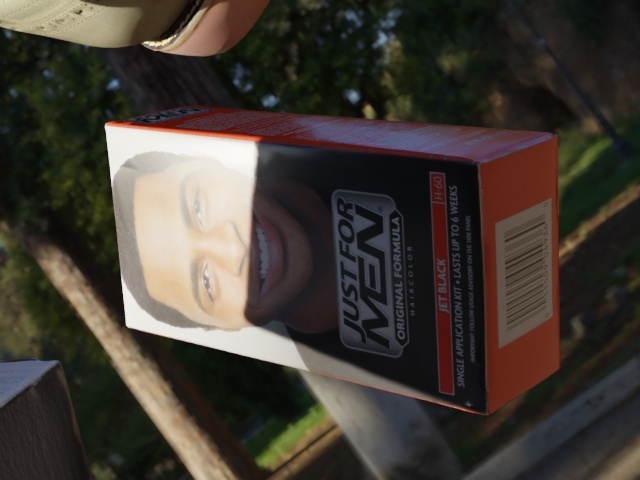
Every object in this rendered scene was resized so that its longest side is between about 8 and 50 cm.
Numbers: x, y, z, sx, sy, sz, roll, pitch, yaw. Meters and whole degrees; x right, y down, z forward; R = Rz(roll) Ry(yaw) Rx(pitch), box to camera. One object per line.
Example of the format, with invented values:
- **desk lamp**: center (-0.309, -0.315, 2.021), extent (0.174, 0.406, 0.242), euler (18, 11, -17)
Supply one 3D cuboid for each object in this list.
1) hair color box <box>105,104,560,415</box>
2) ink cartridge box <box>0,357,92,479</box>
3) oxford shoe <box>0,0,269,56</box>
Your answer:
- **hair color box**: center (0.000, 0.000, 0.371), extent (0.141, 0.072, 0.043), euler (8, 19, 39)
- **ink cartridge box**: center (-0.150, 0.235, 0.475), extent (0.072, 0.304, 0.307), euler (-8, 12, 13)
- **oxford shoe**: center (-0.055, -0.224, 0.493), extent (0.146, 0.140, 0.397), euler (-8, -38, -32)
